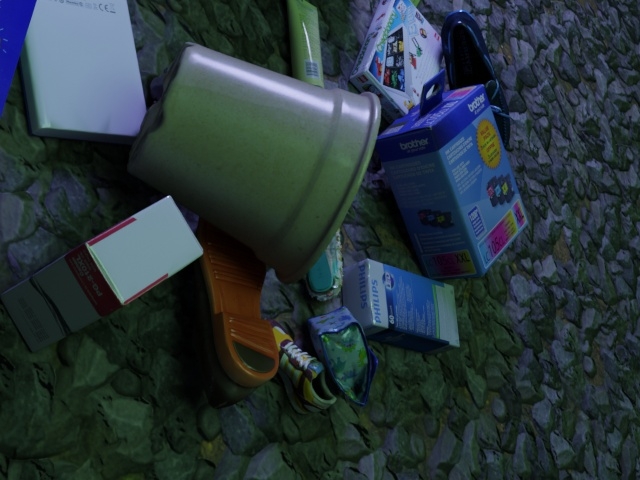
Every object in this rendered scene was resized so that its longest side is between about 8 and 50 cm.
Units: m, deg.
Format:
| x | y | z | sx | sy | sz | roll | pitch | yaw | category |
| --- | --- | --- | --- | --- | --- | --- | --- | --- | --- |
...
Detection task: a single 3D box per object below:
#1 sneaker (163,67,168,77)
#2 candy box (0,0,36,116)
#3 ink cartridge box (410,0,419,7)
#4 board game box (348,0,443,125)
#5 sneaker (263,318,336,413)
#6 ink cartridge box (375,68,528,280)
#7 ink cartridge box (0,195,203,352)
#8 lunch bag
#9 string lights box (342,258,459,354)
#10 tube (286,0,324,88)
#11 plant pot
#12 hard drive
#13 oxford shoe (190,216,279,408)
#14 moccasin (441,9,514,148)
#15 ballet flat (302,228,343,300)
| x | y | z | sx | sy | sz | roll | pitch | yaw | category |
| --- | --- | --- | --- | --- | --- | --- | --- | --- | --- |
| -0.167 | -0.240 | 1.847 | 0.299 | 0.121 | 0.112 | -5 | 106 | -49 | sneaker |
| -0.545 | -0.302 | 1.423 | 0.268 | 0.122 | 0.317 | 31 | 58 | -39 | candy box |
| 0.198 | -0.697 | 2.438 | 0.255 | 0.097 | 0.189 | 46 | 45 | -22 | ink cartridge box |
| 0.178 | -0.396 | 2.315 | 0.193 | 0.053 | 0.305 | 44 | 46 | -26 | board game box |
| -0.037 | 0.208 | 1.793 | 0.185 | 0.084 | 0.069 | 59 | 41 | -10 | sneaker |
| 0.269 | -0.149 | 2.185 | 0.270 | 0.151 | 0.395 | -41 | 114 | -48 | ink cartridge box |
| -0.307 | 0.048 | 1.458 | 0.172 | 0.237 | 0.100 | -36 | 98 | -48 | ink cartridge box |
| 0.044 | 0.206 | 1.842 | 0.096 | 0.129 | 0.151 | -16 | 100 | -6 | lunch bag |
| 0.159 | 0.133 | 2.043 | 0.259 | 0.076 | 0.133 | 18 | 60 | -42 | string lights box |
| -0.030 | -0.390 | 2.093 | 0.070 | 0.062 | 0.240 | 86 | 0 | -64 | tube |
| -0.121 | -0.142 | 1.630 | 0.305 | 0.334 | 0.334 | 24 | 54 | -15 | plant pot |
| -0.389 | -0.314 | 1.677 | 0.210 | 0.040 | 0.319 | 1 | 72 | -47 | hard drive |
| -0.167 | 0.099 | 1.687 | 0.130 | 0.133 | 0.364 | 22 | 40 | -32 | oxford shoe |
| 0.340 | -0.347 | 2.386 | 0.117 | 0.137 | 0.342 | -69 | 136 | -67 | moccasin |
| 0.000 | 0.000 | 1.945 | 0.077 | 0.091 | 0.241 | 48 | 39 | -67 | ballet flat |
